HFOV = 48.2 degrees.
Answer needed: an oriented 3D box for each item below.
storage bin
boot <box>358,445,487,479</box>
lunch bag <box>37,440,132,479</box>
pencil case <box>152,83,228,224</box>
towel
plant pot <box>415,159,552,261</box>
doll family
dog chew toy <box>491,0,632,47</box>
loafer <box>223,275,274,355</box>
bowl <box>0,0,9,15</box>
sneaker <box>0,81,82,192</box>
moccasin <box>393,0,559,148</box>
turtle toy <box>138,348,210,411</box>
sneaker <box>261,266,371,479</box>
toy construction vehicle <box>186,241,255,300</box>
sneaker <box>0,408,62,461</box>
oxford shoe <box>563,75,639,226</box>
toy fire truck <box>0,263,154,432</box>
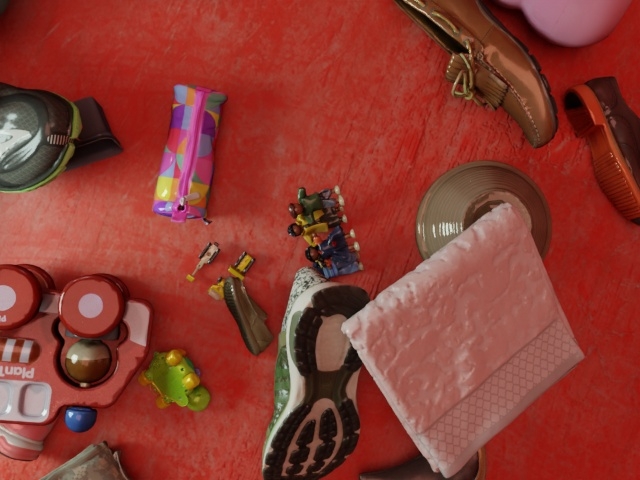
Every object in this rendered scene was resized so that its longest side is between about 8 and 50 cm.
[{"bbox_3d":[-0.421,-0.184,1.215,0.135,0.098,0.091,-19,79,-1],"label":"storage bin"},{"bbox_3d":[0.169,0.392,1.208,0.207,0.090,0.248,-1,92,-3],"label":"boot"},{"bbox_3d":[-0.413,0.495,1.160,0.287,0.169,0.235,-31,86,-9],"label":"lunch bag"},{"bbox_3d":[-0.220,-0.145,1.211,0.104,0.104,0.236,8,88,-1],"label":"pencil case"},{"bbox_3d":[0.238,0.158,1.117,0.332,0.053,0.317,-36,108,-14],"label":"towel"},{"bbox_3d":[0.285,-0.022,1.212,0.237,0.110,0.237,0,90,-1],"label":"plant pot"},{"bbox_3d":[0.000,0.000,1.225,0.111,0.076,0.193,-20,92,-6],"label":"doll family"},{"bbox_3d":[0.357,-0.462,1.186,0.332,0.206,0.206,30,88,7],"label":"dog chew toy"},{"bbox_3d":[-0.123,0.124,1.227,0.050,0.056,0.148,-26,108,-25],"label":"loafer"},{"bbox_3d":[-0.640,-0.454,1.178,0.312,0.163,0.311,0,89,-2],"label":"bowl"},{"bbox_3d":[-0.600,-0.193,1.114,0.483,0.202,0.185,12,89,13],"label":"sneaker"},{"bbox_3d":[0.255,-0.307,1.205,0.147,0.139,0.380,-38,91,3],"label":"moccasin"},{"bbox_3d":[-0.239,0.239,1.216,0.095,0.066,0.130,-36,92,21],"label":"turtle toy"},{"bbox_3d":[-0.019,0.224,1.191,0.158,0.182,0.410,6,112,-20],"label":"sneaker"},{"bbox_3d":[-0.174,0.048,1.242,0.086,0.035,0.098,35,91,-11],"label":"toy construction vehicle"},{"bbox_3d":[-0.577,0.237,1.205,0.314,0.116,0.136,34,75,-4],"label":"sneaker"},{"bbox_3d":[0.523,-0.157,1.229,0.098,0.097,0.271,-24,89,-7],"label":"oxford shoe"},{"bbox_3d":[-0.429,0.172,1.143,0.302,0.169,0.254,8,87,-12],"label":"toy fire truck"}]
